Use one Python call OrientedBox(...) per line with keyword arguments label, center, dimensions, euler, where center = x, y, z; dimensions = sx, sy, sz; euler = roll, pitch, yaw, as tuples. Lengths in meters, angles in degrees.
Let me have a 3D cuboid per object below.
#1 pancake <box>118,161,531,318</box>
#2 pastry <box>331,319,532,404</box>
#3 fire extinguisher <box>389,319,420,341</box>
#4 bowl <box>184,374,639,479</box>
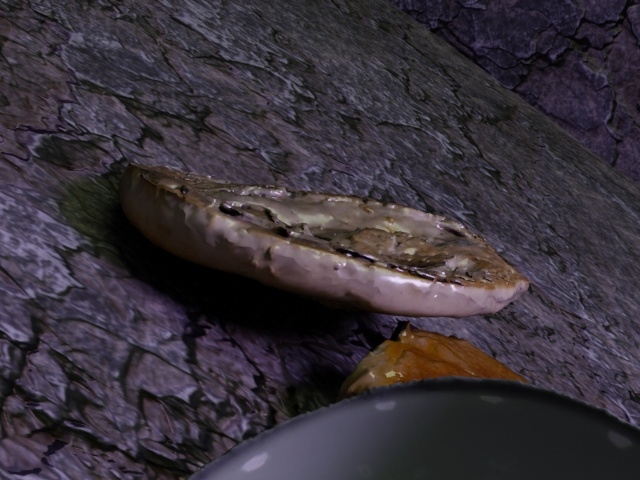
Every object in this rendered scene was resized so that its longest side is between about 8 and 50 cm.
OrientedBox(label="pancake", center=(-0.001, 0.000, 1.418), dimensions=(0.387, 0.082, 0.387), euler=(14, 10, -3))
OrientedBox(label="pastry", center=(0.106, 0.154, 1.264), dimensions=(0.219, 0.100, 0.229), euler=(21, 24, -19))
OrientedBox(label="fire extinguisher", center=(0.126, 0.123, 1.490), dimensions=(0.132, 0.039, 0.056), euler=(29, 26, -10))
OrientedBox(label="bowl", center=(0.053, 0.242, 0.747), dimensions=(0.337, 0.337, 0.157), euler=(54, -13, 50))
